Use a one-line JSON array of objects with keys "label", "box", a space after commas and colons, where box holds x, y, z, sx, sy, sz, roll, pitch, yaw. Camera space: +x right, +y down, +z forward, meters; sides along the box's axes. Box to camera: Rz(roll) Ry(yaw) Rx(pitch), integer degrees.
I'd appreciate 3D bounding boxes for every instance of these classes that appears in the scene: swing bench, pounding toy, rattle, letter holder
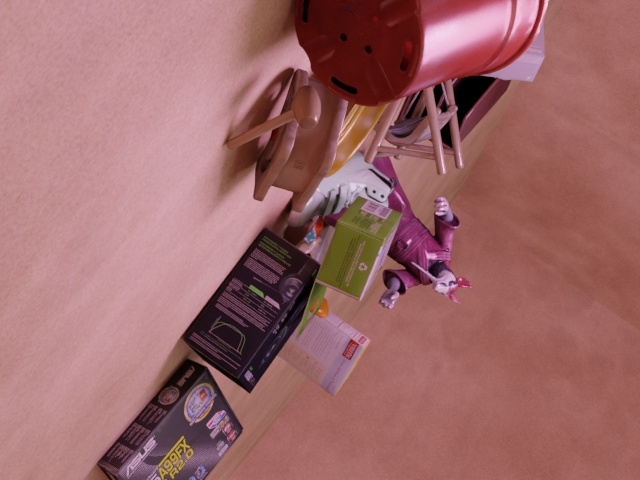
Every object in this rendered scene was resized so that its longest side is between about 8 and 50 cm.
[{"label": "swing bench", "box": [0.213, -0.274, 2.094, 0.253, 0.165, 0.255, -19, 119, -71]}, {"label": "pounding toy", "box": [-0.055, -0.167, 1.511, 0.269, 0.154, 0.154, 126, -24, -56]}, {"label": "rattle", "box": [-0.009, 0.055, 2.249, 0.130, 0.143, 0.200, -3, 135, -54]}, {"label": "letter holder", "box": [0.340, -0.387, 2.392, 0.302, 0.152, 0.214, -47, 165, -38]}]

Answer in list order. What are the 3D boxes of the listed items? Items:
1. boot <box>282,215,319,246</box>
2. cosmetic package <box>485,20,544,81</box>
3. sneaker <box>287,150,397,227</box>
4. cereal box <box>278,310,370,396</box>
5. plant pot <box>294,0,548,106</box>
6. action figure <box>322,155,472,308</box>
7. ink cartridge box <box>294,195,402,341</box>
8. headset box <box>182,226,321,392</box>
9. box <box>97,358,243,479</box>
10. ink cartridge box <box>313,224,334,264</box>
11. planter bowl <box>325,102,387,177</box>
[{"label": "boot", "box": [-0.037, -0.022, 2.126, 0.118, 0.042, 0.087, -54, 172, -7]}, {"label": "cosmetic package", "box": [0.407, -0.468, 2.226, 0.107, 0.127, 0.238, 103, -10, -62]}, {"label": "sneaker", "box": [0.051, -0.079, 2.039, 0.256, 0.151, 0.094, -45, 167, -40]}, {"label": "cereal box", "box": [-0.020, 0.235, 2.453, 0.047, 0.240, 0.173, -39, 161, -56]}, {"label": "plant pot", "box": [0.121, -0.315, 1.384, 0.265, 0.272, 0.272, -33, 157, -44]}, {"label": "action figure", "box": [0.168, 0.003, 2.229, 0.248, 0.370, 0.276, -44, 178, -1]}, {"label": "ink cartridge box", "box": [0.054, 0.066, 1.956, 0.189, 0.097, 0.255, -49, 160, -68]}, {"label": "headset box", "box": [-0.115, 0.133, 2.006, 0.283, 0.131, 0.246, -54, 170, -12]}, {"label": "box", "box": [-0.284, 0.399, 2.016, 0.270, 0.060, 0.216, -50, 139, -28]}, {"label": "ink cartridge box", "box": [0.000, 0.000, 2.423, 0.145, 0.045, 0.179, 74, 33, -76]}, {"label": "planter bowl", "box": [0.032, -0.216, 1.686, 0.217, 0.090, 0.217, -53, 170, -13]}]
